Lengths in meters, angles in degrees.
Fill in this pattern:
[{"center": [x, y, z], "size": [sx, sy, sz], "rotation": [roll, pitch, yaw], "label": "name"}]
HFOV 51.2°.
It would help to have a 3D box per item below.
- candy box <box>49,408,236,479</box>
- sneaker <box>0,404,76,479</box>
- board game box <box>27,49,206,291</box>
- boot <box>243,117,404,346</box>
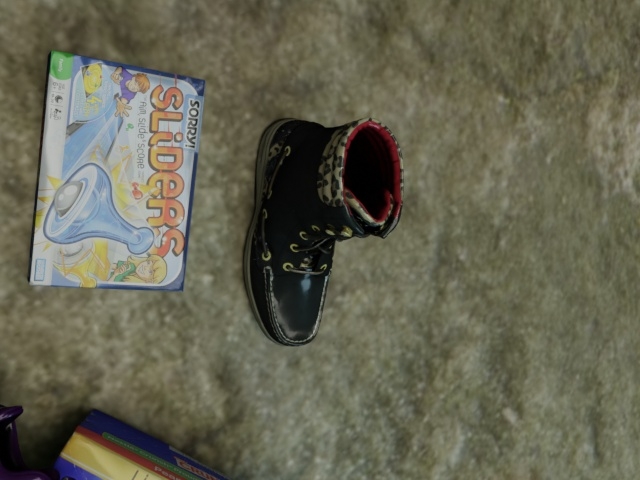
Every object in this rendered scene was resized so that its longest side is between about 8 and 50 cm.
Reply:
[{"center": [-0.171, 0.354, 0.579], "size": [0.268, 0.122, 0.317], "rotation": [31, 80, -9], "label": "candy box"}, {"center": [-0.290, 0.137, 0.516], "size": [0.098, 0.083, 0.223], "rotation": [-43, 84, -13], "label": "sneaker"}, {"center": [-0.184, -0.057, 0.606], "size": [0.136, 0.035, 0.201], "rotation": [4, 94, -27], "label": "board game box"}, {"center": [-0.002, -0.001, 0.624], "size": [0.085, 0.179, 0.236], "rotation": [-1, 95, -27], "label": "boot"}]
